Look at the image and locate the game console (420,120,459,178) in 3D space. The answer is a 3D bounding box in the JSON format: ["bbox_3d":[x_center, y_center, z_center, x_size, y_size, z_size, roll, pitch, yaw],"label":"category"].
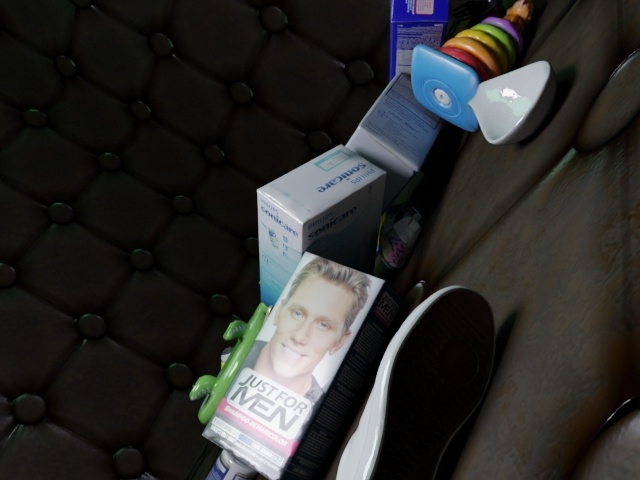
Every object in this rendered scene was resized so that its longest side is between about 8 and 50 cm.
[{"bbox_3d":[0.279,-0.205,1.535,0.107,0.071,0.122,-6,-46,-58],"label":"game console"}]

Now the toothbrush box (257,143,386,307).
[{"bbox_3d":[0.000,0.000,1.279,0.216,0.126,0.296,-33,-35,-31],"label":"toothbrush box"}]

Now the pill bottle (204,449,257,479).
[{"bbox_3d":[-0.217,0.559,1.520,0.169,0.094,0.094,-59,5,8],"label":"pill bottle"}]

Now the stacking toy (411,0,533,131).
[{"bbox_3d":[0.334,-0.378,1.334,0.302,0.165,0.175,-46,-29,-16],"label":"stacking toy"}]

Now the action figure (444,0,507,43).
[{"bbox_3d":[0.343,-0.500,1.477,0.275,0.140,0.164,8,-96,-71],"label":"action figure"}]

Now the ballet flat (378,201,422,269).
[{"bbox_3d":[0.164,-0.025,1.327,0.079,0.077,0.221,-36,15,25],"label":"ballet flat"}]

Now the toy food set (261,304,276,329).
[{"bbox_3d":[-0.066,0.168,1.209,0.192,0.038,0.133,17,-86,-57],"label":"toy food set"}]

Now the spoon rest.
[{"bbox_3d":[0.288,-0.211,1.046,0.137,0.084,0.276,-59,4,7],"label":"spoon rest"}]

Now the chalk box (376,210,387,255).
[{"bbox_3d":[0.034,0.027,1.671,0.289,0.180,0.179,-62,5,-9],"label":"chalk box"}]

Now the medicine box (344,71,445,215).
[{"bbox_3d":[0.123,-0.177,1.456,0.263,0.149,0.289,-53,2,42],"label":"medicine box"}]

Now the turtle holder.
[{"bbox_3d":[-0.111,0.268,1.403,0.320,0.227,0.243,-62,4,-35],"label":"turtle holder"}]

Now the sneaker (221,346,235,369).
[{"bbox_3d":[-0.179,0.401,1.635,0.385,0.145,0.147,90,-171,-46],"label":"sneaker"}]

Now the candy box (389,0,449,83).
[{"bbox_3d":[0.212,-0.510,1.447,0.317,0.122,0.268,67,-153,-78],"label":"candy box"}]

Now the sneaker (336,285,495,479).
[{"bbox_3d":[0.080,0.179,0.683,0.290,0.105,0.123,-62,8,-15],"label":"sneaker"}]

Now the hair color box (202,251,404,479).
[{"bbox_3d":[-0.024,0.207,1.091,0.347,0.173,0.105,-61,-36,-15],"label":"hair color box"}]

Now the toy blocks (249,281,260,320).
[{"bbox_3d":[-0.025,0.106,1.952,0.381,0.190,0.261,-48,-3,5],"label":"toy blocks"}]
